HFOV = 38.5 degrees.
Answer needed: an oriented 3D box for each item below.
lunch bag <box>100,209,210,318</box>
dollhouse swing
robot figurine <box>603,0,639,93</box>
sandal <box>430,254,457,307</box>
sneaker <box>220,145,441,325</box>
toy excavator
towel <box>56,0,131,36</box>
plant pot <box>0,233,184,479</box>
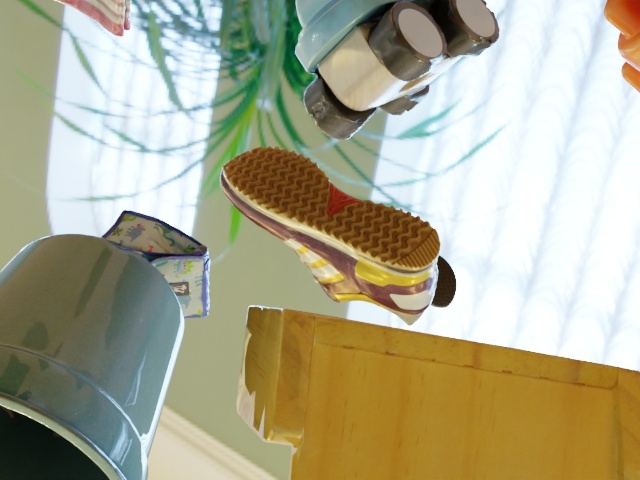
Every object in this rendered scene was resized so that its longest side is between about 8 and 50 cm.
[{"bbox_3d":[-0.230,0.044,1.312,0.151,0.129,0.096,15,-137,10],"label":"lunch bag"},{"bbox_3d":[0.093,0.240,0.884,0.347,0.305,0.315,10,174,-12],"label":"dollhouse swing"},{"bbox_3d":[0.385,-0.195,0.899,0.219,0.158,0.128,34,-165,-10],"label":"robot figurine"},{"bbox_3d":[0.132,0.034,1.343,0.179,0.067,0.040,42,165,28],"label":"sandal"},{"bbox_3d":[0.000,0.000,0.673,0.185,0.084,0.069,31,-130,26],"label":"sneaker"},{"bbox_3d":[0.086,-0.439,1.462,0.433,0.445,0.222,-28,175,-44],"label":"toy excavator"},{"bbox_3d":[-0.275,-0.343,1.041,0.144,0.197,0.029,31,-133,22],"label":"towel"},{"bbox_3d":[-0.331,0.184,1.108,0.341,0.341,0.334,11,-144,2],"label":"plant pot"}]
